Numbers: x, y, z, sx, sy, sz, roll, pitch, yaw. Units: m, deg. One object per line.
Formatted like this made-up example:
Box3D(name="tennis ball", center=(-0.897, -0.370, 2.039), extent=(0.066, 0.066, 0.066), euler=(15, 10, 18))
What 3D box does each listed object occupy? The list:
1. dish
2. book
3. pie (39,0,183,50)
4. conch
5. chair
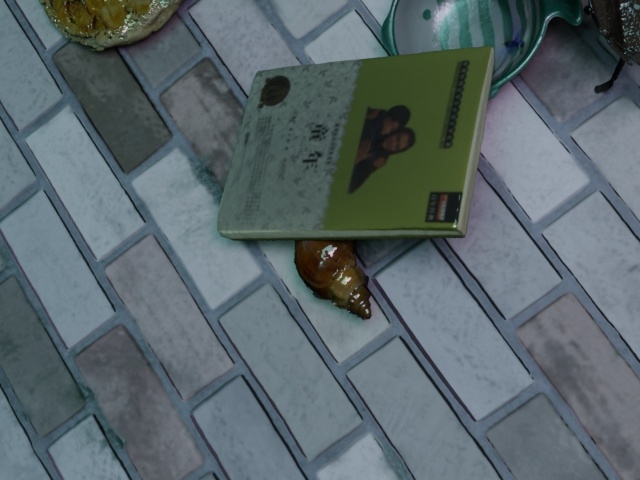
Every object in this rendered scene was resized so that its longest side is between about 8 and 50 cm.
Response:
Box3D(name="dish", center=(0.203, -0.268, 1.215), extent=(0.246, 0.078, 0.224), euler=(-8, 80, 23))
Box3D(name="book", center=(0.032, -0.116, 1.197), extent=(0.352, 0.035, 0.239), euler=(0, 69, 35))
Box3D(name="pie", center=(-0.290, -0.400, 1.396), extent=(0.274, 0.055, 0.274), euler=(-4, 79, 20))
Box3D(name="conch", center=(0.002, -0.001, 1.231), extent=(0.086, 0.080, 0.233), euler=(-19, 75, 4))
Box3D(name="chair", center=(0.369, -0.259, 1.109), extent=(0.149, 0.213, 0.174), euler=(-7, 80, 20))
